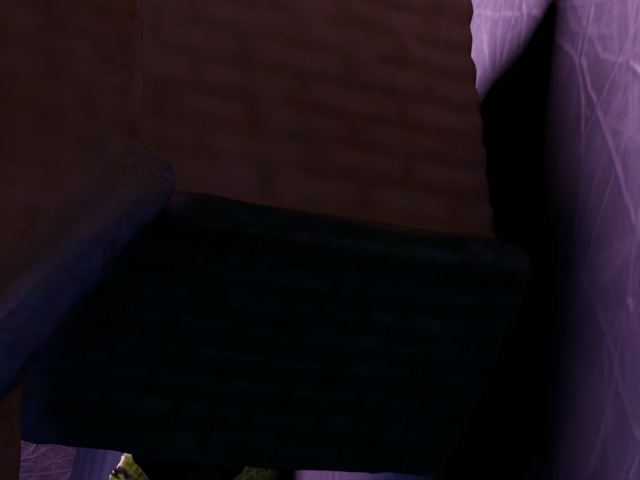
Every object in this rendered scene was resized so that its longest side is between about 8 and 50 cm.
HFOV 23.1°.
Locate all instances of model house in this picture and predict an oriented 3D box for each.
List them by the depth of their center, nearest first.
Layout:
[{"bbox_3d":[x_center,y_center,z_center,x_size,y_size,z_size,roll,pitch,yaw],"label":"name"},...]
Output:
[{"bbox_3d":[-0.124,-0.004,0.782,0.334,0.382,0.343,-40,51,56],"label":"model house"}]

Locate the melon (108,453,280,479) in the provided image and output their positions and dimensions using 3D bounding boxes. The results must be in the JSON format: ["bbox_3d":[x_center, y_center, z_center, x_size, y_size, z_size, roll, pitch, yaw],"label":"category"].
[{"bbox_3d":[-0.083,0.171,1.211,0.169,0.129,0.265,-56,0,-21],"label":"melon"}]
